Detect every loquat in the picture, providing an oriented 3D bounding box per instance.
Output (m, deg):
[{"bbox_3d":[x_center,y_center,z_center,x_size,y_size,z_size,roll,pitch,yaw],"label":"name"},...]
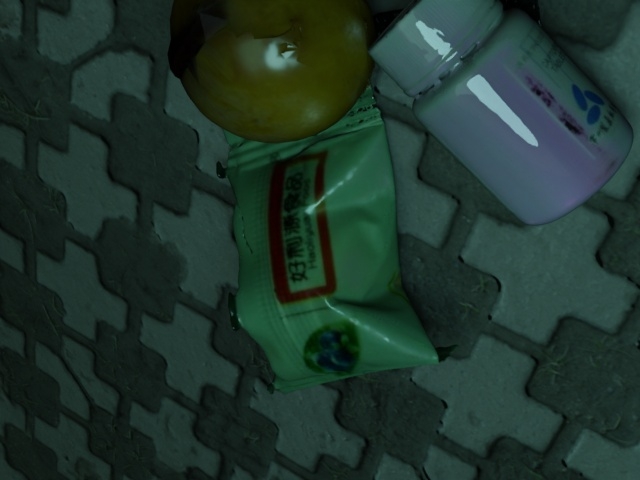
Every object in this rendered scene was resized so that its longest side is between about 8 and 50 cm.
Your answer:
[{"bbox_3d":[-0.053,-0.219,0.918,0.235,0.235,0.235,16,125,24],"label":"loquat"}]

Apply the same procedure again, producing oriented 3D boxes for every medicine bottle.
[{"bbox_3d":[0.179,-0.148,0.847,0.254,0.152,0.152,45,132,-9],"label":"medicine bottle"}]

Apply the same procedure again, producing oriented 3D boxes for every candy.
[{"bbox_3d":[0.003,-0.001,1.087,0.263,0.172,0.397,-13,90,26],"label":"candy"}]

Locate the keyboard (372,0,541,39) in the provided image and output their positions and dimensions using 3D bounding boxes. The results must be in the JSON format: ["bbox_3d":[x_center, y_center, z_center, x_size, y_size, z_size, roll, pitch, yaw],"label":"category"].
[{"bbox_3d":[0.145,-0.235,0.922,0.196,0.018,0.060,-2,114,33],"label":"keyboard"}]
